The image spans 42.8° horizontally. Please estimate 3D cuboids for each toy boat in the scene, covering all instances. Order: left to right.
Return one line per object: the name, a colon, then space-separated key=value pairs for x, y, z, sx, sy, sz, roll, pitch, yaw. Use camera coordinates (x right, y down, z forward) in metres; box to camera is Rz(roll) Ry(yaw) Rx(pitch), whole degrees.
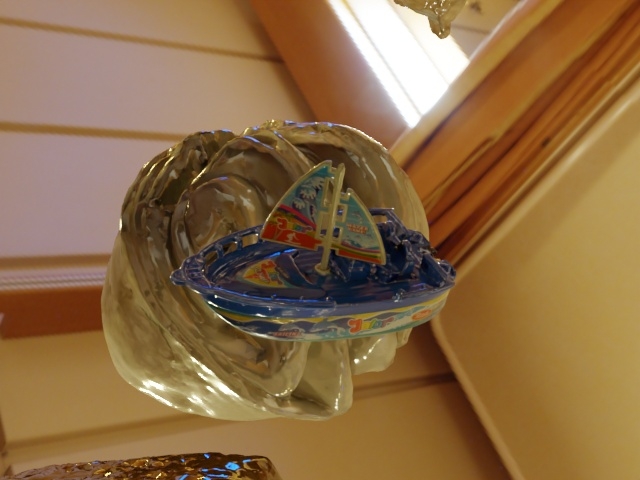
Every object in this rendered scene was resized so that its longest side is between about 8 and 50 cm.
toy boat: x=0.000 y=0.000 z=0.465 sx=0.175 sy=0.110 sz=0.091 roll=-8 pitch=-142 yaw=-24

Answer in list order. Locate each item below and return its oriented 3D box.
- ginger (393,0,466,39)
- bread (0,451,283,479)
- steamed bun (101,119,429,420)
ginger: x=0.021 y=-0.204 z=0.436 sx=0.086 sy=0.131 sz=0.294 roll=18 pitch=-143 yaw=-26
bread: x=-0.154 y=0.236 z=0.425 sx=0.250 sy=0.279 sz=0.224 roll=-2 pitch=-102 yaw=-38
steamed bun: x=-0.069 y=0.005 z=0.868 sx=0.247 sy=0.352 sz=0.339 roll=59 pitch=-141 yaw=-49
